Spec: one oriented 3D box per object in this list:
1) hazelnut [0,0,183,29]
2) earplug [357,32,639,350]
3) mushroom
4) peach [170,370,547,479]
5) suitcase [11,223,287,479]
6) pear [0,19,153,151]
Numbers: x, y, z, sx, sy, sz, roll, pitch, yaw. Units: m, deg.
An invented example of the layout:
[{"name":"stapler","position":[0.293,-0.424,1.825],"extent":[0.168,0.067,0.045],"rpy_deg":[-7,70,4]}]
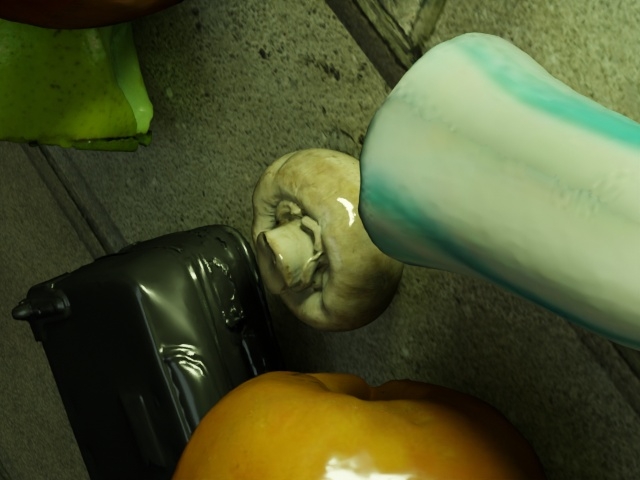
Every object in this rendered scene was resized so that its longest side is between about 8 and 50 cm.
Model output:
[{"name":"hazelnut","position":[-0.205,-0.353,1.666],"extent":[0.409,0.359,0.359],"rpy_deg":[34,136,43]},{"name":"earplug","position":[0.199,-0.007,1.391],"extent":[0.324,0.185,0.185],"rpy_deg":[31,134,40]},{"name":"mushroom","position":[0.000,0.000,1.756],"extent":[0.166,0.127,0.166],"rpy_deg":[36,133,51]},{"name":"peach","position":[0.027,0.270,1.662],"extent":[0.342,0.342,0.302],"rpy_deg":[13,98,55]},{"name":"suitcase","position":[-0.142,0.169,2.038],"extent":[0.339,0.188,0.345],"rpy_deg":[-10,99,61]},{"name":"pear","position":[-0.258,-0.216,1.985],"extent":[0.292,0.159,0.292],"rpy_deg":[-4,-90,-88]}]
